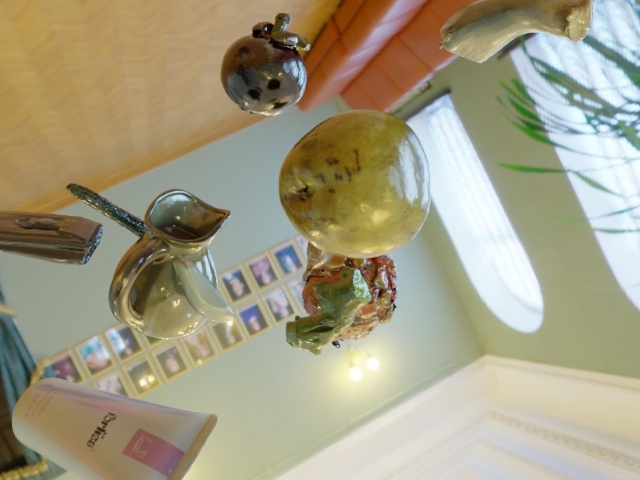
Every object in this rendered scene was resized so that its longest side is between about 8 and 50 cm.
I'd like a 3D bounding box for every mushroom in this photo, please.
[{"bbox_3d":[0.300,-0.341,1.088,0.099,0.096,0.278,-8,-173,-39],"label":"mushroom"}]

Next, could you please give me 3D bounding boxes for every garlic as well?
[{"bbox_3d":[-0.001,0.008,1.844,0.128,0.090,0.198,-21,133,-77],"label":"garlic"}]

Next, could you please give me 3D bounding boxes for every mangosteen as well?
[{"bbox_3d":[-0.135,-0.449,1.754,0.265,0.228,0.228,-68,170,15],"label":"mangosteen"}]

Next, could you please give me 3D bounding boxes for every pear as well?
[{"bbox_3d":[0.062,-0.110,1.386,0.304,0.304,0.304,-26,-178,1],"label":"pear"}]

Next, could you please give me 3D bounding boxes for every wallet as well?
[{"bbox_3d":[-0.549,-0.017,1.308,0.245,0.052,0.168,9,-158,-10],"label":"wallet"}]

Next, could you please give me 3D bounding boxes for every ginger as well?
[{"bbox_3d":[0.017,0.183,1.775,0.290,0.137,0.089,-55,179,26],"label":"ginger"}]

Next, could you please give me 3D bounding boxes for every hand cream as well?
[{"bbox_3d":[-0.345,0.314,1.102,0.358,0.118,0.185,7,-132,32],"label":"hand cream"}]

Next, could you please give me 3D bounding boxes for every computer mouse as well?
[{"bbox_3d":[-0.246,0.103,1.390,0.056,0.182,0.089,-42,-166,-22],"label":"computer mouse"}]

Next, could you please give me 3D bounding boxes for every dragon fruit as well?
[{"bbox_3d":[0.102,0.127,2.129,0.296,0.314,0.263,-13,157,-30],"label":"dragon fruit"}]

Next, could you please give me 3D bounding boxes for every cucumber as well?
[{"bbox_3d":[-0.546,-0.076,1.807,0.044,0.256,0.043,-51,-158,12],"label":"cucumber"}]

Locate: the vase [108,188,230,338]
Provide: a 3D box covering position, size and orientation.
[{"bbox_3d":[-0.354,0.068,1.535,0.329,0.241,0.302,-34,147,-65],"label":"vase"}]
